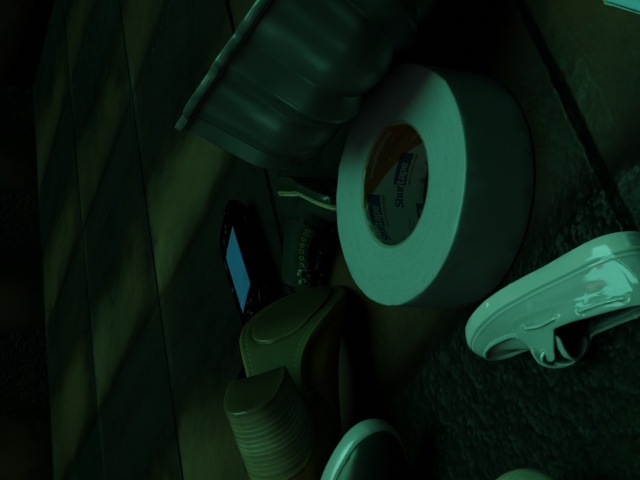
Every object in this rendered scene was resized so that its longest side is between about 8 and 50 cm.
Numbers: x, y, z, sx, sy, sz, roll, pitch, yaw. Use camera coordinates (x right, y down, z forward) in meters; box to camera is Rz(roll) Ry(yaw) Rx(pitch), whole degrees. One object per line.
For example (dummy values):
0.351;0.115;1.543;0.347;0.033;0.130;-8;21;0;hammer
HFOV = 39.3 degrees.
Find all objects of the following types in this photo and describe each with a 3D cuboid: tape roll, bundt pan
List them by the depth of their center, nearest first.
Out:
0.095;-0.048;0.813;0.219;0.072;0.219;-13;75;61;tape roll
0.012;-0.200;0.830;0.331;0.124;0.331;-52;9;12;bundt pan

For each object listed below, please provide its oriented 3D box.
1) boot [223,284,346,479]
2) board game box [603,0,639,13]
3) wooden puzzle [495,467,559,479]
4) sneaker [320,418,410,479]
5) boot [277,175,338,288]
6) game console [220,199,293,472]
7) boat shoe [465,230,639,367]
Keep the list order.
-0.001;0.189;0.940;0.283;0.109;0.220;-74;-35;-64;boot
0.271;-0.219;0.409;0.142;0.144;0.275;47;127;56;board game box
0.171;0.368;0.545;0.322;0.080;0.348;29;112;51;wooden puzzle
0.065;0.315;0.798;0.147;0.104;0.296;26;115;59;sneaker
0.000;0.000;1.009;0.198;0.076;0.137;-152;63;-75;boot
-0.089;0.106;1.189;0.213;0.043;0.361;-63;34;38;game console
0.176;0.059;0.658;0.184;0.066;0.063;-37;52;44;boat shoe
